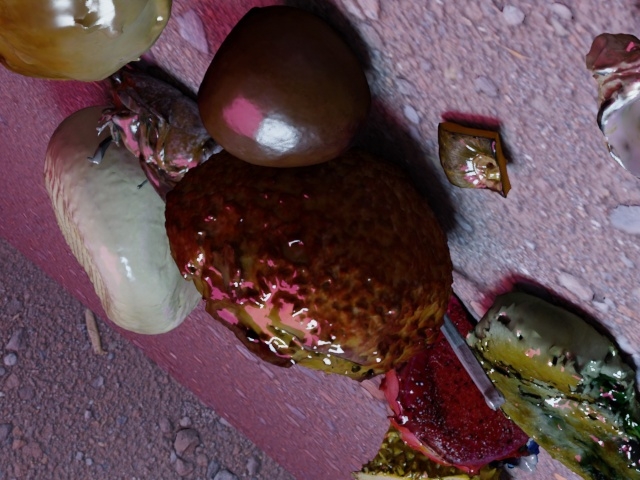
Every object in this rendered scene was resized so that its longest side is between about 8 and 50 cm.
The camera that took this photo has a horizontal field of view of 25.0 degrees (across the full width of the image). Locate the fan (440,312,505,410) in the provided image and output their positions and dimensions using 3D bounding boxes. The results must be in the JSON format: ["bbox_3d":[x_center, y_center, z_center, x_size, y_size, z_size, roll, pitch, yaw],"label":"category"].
[{"bbox_3d":[0.138,0.083,1.705,0.282,0.023,0.057,57,167,30],"label":"fan"}]

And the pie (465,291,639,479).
[{"bbox_3d":[0.303,0.197,1.699,0.371,0.078,0.296,48,163,-21],"label":"pie"}]

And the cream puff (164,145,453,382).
[{"bbox_3d":[0.002,0.003,1.584,0.350,0.229,0.350,28,-158,-13],"label":"cream puff"}]

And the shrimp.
[{"bbox_3d":[-0.234,-0.156,1.924,0.343,0.116,0.145,45,127,18],"label":"shrimp"}]

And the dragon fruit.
[{"bbox_3d":[0.162,0.189,1.862,0.262,0.163,0.189,55,-171,-19],"label":"dragon fruit"}]

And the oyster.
[{"bbox_3d":[0.275,-0.116,1.051,0.163,0.081,0.191,17,145,0],"label":"oyster"}]

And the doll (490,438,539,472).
[{"bbox_3d":[0.261,0.277,1.986,0.096,0.070,0.195,61,167,7],"label":"doll"}]

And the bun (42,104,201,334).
[{"bbox_3d":[-0.271,-0.039,2.126,0.361,0.213,0.361,58,165,25],"label":"bun"}]

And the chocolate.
[{"bbox_3d":[-0.032,-0.145,1.451,0.176,0.177,0.177,37,162,14],"label":"chocolate"}]

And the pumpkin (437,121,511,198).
[{"bbox_3d":[0.155,-0.084,1.419,0.101,0.035,0.073,24,144,52],"label":"pumpkin"}]

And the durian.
[{"bbox_3d":[0.194,0.368,2.227,0.195,0.186,0.305,10,153,25],"label":"durian"}]

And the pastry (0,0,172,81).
[{"bbox_3d":[-0.302,-0.344,1.408,0.409,0.245,0.409,38,165,12],"label":"pastry"}]
